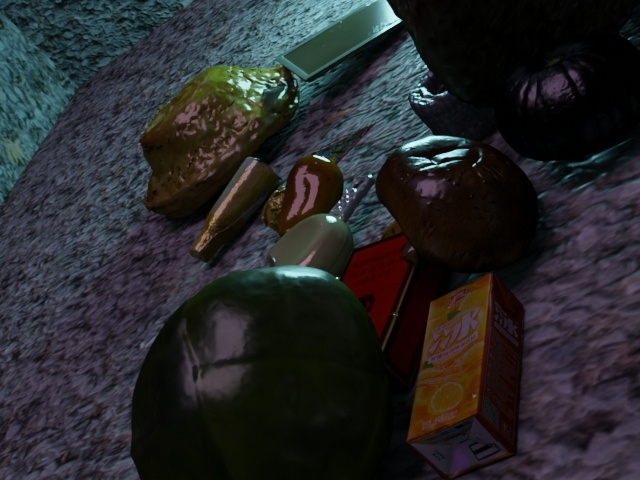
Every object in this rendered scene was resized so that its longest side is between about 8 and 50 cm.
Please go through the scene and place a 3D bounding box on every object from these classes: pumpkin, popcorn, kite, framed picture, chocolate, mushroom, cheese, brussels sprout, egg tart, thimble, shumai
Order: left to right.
[{"bbox_3d":[-0.242,-0.243,2.388,0.443,0.178,0.443,-37,23,19],"label":"egg tart"},{"bbox_3d":[-0.166,-0.051,2.087,0.219,0.085,0.085,-55,25,-14],"label":"chocolate"},{"bbox_3d":[-0.080,0.200,1.267,0.355,0.281,0.289,-49,51,46],"label":"brussels sprout"},{"bbox_3d":[-0.064,-0.055,1.921,0.083,0.057,0.082,-47,-19,-40],"label":"popcorn"},{"bbox_3d":[0.004,-0.139,2.024,0.241,0.014,0.183,-42,24,2],"label":"kite"},{"bbox_3d":[0.012,-0.001,1.714,0.249,0.071,0.163,-45,23,-4],"label":"cheese"},{"bbox_3d":[0.061,-0.423,2.310,0.296,0.019,0.232,-32,26,-4],"label":"framed picture"},{"bbox_3d":[0.173,-0.059,1.391,0.194,0.138,0.231,-26,40,-14],"label":"mushroom"},{"bbox_3d":[0.216,-0.219,1.705,0.150,0.098,0.150,-35,25,19],"label":"thimble"},{"bbox_3d":[0.212,-0.391,1.555,0.395,0.395,0.348,-47,50,-6],"label":"shumai"},{"bbox_3d":[0.321,-0.176,1.415,0.202,0.140,0.202,-27,18,10],"label":"pumpkin"}]

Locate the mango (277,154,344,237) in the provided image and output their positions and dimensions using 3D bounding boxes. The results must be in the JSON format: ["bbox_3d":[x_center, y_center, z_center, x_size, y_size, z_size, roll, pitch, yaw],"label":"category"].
[{"bbox_3d":[-0.011,-0.066,1.850,0.105,0.084,0.159,-1,67,37],"label":"mango"}]

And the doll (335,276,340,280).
[{"bbox_3d":[-0.090,0.163,1.575,0.316,0.103,0.145,-36,20,6],"label":"doll"}]

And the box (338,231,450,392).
[{"bbox_3d":[0.075,0.095,1.450,0.153,0.074,0.240,-17,36,39],"label":"box"}]

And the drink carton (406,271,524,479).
[{"bbox_3d":[0.163,0.144,1.229,0.096,0.071,0.223,-30,27,31],"label":"drink carton"}]

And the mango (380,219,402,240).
[{"bbox_3d":[0.128,-0.015,1.552,0.114,0.057,0.079,-31,0,42],"label":"mango"}]
